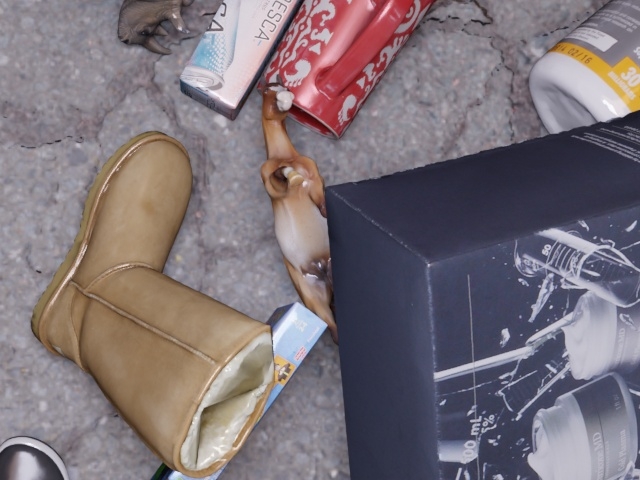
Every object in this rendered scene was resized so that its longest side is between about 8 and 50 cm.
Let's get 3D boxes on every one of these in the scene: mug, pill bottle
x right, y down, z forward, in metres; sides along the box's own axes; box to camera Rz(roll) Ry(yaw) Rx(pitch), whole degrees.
[{"bbox_3d":[0.019,-0.191,1.238,0.113,0.150,0.169,31,86,9],"label":"mug"},{"bbox_3d":[0.343,-0.180,1.250,0.278,0.162,0.162,-39,87,-7],"label":"pill bottle"}]

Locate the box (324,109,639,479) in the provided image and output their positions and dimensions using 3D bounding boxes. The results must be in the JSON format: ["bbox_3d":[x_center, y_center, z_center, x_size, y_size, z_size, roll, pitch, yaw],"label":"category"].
[{"bbox_3d":[0.190,0.103,1.091,0.312,0.179,0.343,-15,115,-19],"label":"box"}]

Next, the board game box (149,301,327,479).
[{"bbox_3d":[-0.078,0.150,1.178,0.039,0.160,0.211,38,81,-3],"label":"board game box"}]

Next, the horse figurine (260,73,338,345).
[{"bbox_3d":[0.000,0.000,1.171,0.066,0.174,0.263,-25,114,-8],"label":"horse figurine"}]

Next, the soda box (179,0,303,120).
[{"bbox_3d":[-0.063,-0.209,1.275,0.063,0.058,0.183,29,81,-1],"label":"soda box"}]

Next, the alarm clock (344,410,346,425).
[{"bbox_3d":[0.091,0.176,1.237,0.129,0.064,0.192,-11,82,-6],"label":"alarm clock"}]

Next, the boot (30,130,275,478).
[{"bbox_3d":[-0.119,0.044,1.143,0.089,0.269,0.236,26,90,-40],"label":"boot"}]

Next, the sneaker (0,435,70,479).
[{"bbox_3d":[-0.269,0.289,1.179,0.084,0.097,0.235,8,83,-4],"label":"sneaker"}]

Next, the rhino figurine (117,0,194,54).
[{"bbox_3d":[-0.174,-0.257,1.205,0.106,0.243,0.073,-13,45,8],"label":"rhino figurine"}]
